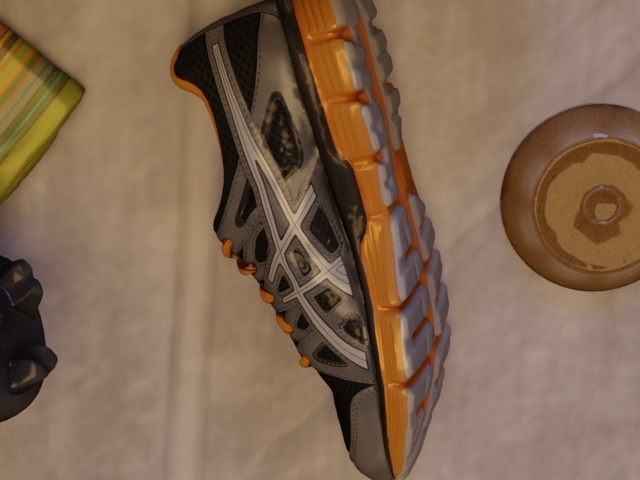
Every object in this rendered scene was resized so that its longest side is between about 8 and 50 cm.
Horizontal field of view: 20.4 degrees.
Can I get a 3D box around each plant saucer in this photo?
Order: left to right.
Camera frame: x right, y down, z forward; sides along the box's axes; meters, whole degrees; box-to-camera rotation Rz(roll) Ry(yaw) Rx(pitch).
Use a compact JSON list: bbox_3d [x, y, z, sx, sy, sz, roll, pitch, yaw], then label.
[{"bbox_3d":[0.119,-0.016,0.758,0.083,0.015,0.083,0,105,-1],"label":"plant saucer"}]

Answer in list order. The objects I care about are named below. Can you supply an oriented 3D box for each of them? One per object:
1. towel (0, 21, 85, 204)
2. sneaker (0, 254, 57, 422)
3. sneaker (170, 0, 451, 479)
[{"bbox_3d":[-0.218,-0.097,0.729,0.237,0.021,0.102,40,97,-10],"label":"towel"},{"bbox_3d":[-0.239,0.009,0.705,0.276,0.097,0.135,28,125,-4],"label":"sneaker"},{"bbox_3d":[0.000,0.000,0.734,0.083,0.084,0.214,-10,102,15],"label":"sneaker"}]
